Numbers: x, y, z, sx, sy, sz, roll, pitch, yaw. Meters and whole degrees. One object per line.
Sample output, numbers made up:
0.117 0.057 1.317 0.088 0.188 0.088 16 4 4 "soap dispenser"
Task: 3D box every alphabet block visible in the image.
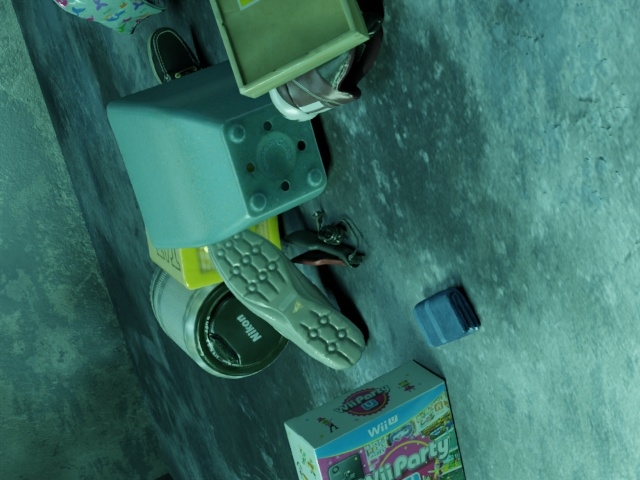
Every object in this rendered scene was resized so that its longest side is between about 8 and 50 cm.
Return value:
-0.200 -0.046 1.719 0.197 0.193 0.193 28 130 59 "alphabet block"

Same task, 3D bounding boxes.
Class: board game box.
0.094 0.362 1.422 0.097 0.224 0.303 28 137 59 "board game box"

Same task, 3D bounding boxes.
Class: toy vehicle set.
-0.060 -0.326 1.145 0.166 0.035 0.266 -22 80 24 "toy vehicle set"

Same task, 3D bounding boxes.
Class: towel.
0.163 0.102 1.268 0.067 0.029 0.119 64 159 6 "towel"

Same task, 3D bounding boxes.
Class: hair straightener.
0.000 0.000 1.515 0.230 0.047 0.089 11 122 66 "hair straightener"

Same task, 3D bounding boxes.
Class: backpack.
-0.380 -0.484 1.640 0.191 0.253 0.225 -32 79 26 "backpack"

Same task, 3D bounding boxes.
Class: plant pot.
-0.132 -0.130 1.453 0.252 0.247 0.247 9 120 55 "plant pot"

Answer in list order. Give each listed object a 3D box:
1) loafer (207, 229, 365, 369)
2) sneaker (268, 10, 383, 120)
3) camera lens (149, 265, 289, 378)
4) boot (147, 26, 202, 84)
-0.061 0.098 1.594 0.319 0.112 0.111 44 170 6 "loafer"
0.005 -0.296 1.186 0.163 0.106 0.281 -4 100 43 "sneaker"
-0.193 0.127 1.854 0.274 0.219 0.219 26 135 58 "camera lens"
-0.210 -0.271 1.687 0.179 0.085 0.236 10 126 62 "boot"
